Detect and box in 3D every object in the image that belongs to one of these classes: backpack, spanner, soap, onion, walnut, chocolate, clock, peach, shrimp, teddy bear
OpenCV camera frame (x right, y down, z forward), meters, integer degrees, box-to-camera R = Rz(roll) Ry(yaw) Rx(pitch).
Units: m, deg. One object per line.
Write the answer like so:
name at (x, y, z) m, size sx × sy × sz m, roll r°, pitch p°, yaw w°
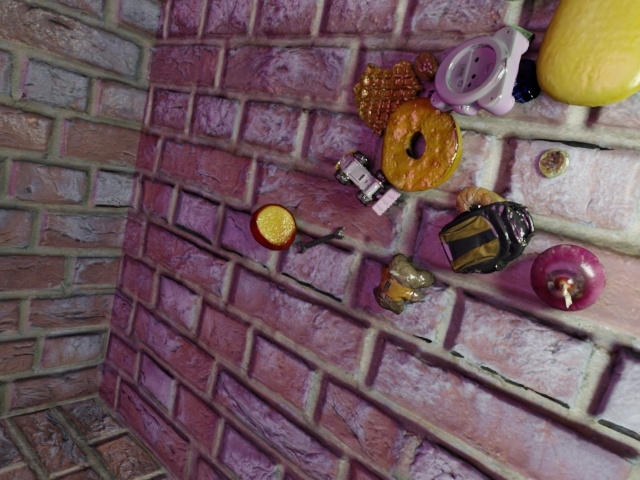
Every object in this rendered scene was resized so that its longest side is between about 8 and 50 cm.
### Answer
backpack at (0.484, -0.014, 1.337) m, size 0.258 × 0.133 × 0.206 m, roll -33°, pitch 78°, yaw 52°
spanner at (0.000, 0.000, 1.844) m, size 0.255 × 0.015 × 0.054 m, roll -20°, pitch 75°, yaw 38°
soap at (0.732, -0.545, 1.180) m, size 0.306 × 0.115 × 0.426 m, roll 28°, pitch 101°, yaw 39°
onion at (0.642, 0.096, 1.220) m, size 0.177 × 0.154 × 0.177 m, roll -17°, pitch 65°, yaw 42°
walnut at (0.347, -0.570, 1.533) m, size 0.096 × 0.083 × 0.079 m, roll 68°, pitch 154°, yaw 16°
chocolate at (0.476, -0.470, 1.409) m, size 0.344 × 0.126 × 0.148 m, roll 9°, pitch 131°, yaw 47°
clock at (0.432, -0.462, 1.306) m, size 0.248 × 0.090 × 0.227 m, roll 13°, pitch 88°, yaw 52°
peach at (-0.189, -0.053, 1.894) m, size 0.192 × 0.190 × 0.190 m, roll 34°, pitch 111°, yaw 55°
shrimp at (0.505, -0.078, 1.400) m, size 0.236 × 0.053 × 0.132 m, roll 33°, pitch 113°, yaw 35°
teddy bear at (0.254, 0.151, 1.557) m, size 0.177 × 0.140 × 0.190 m, roll 40°, pitch 122°, yaw 30°

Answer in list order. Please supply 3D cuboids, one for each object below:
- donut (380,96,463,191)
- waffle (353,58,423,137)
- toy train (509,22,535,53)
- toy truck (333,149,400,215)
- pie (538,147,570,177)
donut at (0.332, -0.304, 1.517) m, size 0.303 × 0.110 × 0.302 m, roll 0°, pitch 90°, yaw 42°
waffle at (0.230, -0.517, 1.645) m, size 0.291 × 0.051 × 0.290 m, roll -2°, pitch 87°, yaw 41°
toy train at (0.577, -0.591, 1.367) m, size 0.093 × 0.038 × 0.056 m, roll 47°, pitch 111°, yaw 31°
toy truck at (0.166, -0.205, 1.652) m, size 0.136 × 0.111 × 0.285 m, roll -46°, pitch 63°, yaw 11°
pie at (0.650, -0.215, 1.305) m, size 0.085 × 0.017 × 0.085 m, roll -2°, pitch 87°, yaw 41°
